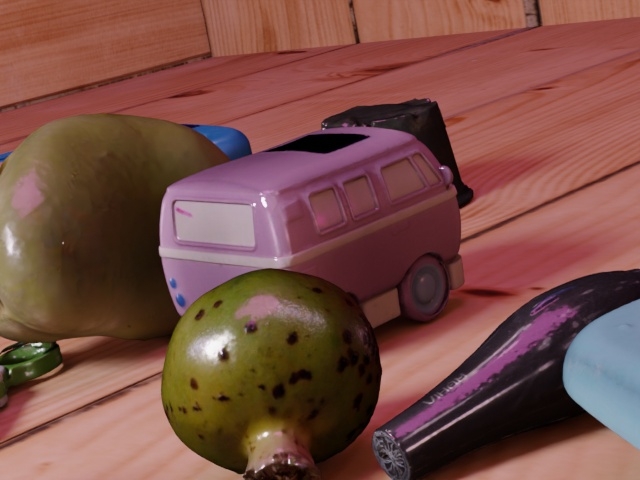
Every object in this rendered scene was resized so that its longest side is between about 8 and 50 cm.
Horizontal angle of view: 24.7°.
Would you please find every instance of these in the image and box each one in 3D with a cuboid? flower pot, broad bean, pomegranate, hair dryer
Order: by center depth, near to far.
[{"bbox_3d":[0.156,0.090,0.747,0.195,0.075,0.219,-28,26,-26],"label":"hair dryer"},{"bbox_3d":[-0.025,0.080,0.814,0.130,0.130,0.130,-10,12,2],"label":"pomegranate"},{"bbox_3d":[-0.165,-0.009,1.146,0.121,0.189,0.263,-29,-8,41],"label":"broad bean"},{"bbox_3d":[0.065,-0.081,1.452,0.157,0.107,0.157,-12,12,3],"label":"flower pot"}]

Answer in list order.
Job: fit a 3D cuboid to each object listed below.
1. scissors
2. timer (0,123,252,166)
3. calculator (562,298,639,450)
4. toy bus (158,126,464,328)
[{"bbox_3d":[-0.246,0.108,1.050,0.101,0.027,0.204,-13,10,0],"label":"scissors"},{"bbox_3d":[-0.246,-0.045,1.532,0.309,0.115,0.340,-19,15,-30],"label":"timer"},{"bbox_3d":[0.283,0.068,0.632,0.256,0.054,0.386,-18,20,-29],"label":"calculator"},{"bbox_3d":[0.000,0.000,1.057,0.142,0.142,0.202,2,18,45],"label":"toy bus"}]
